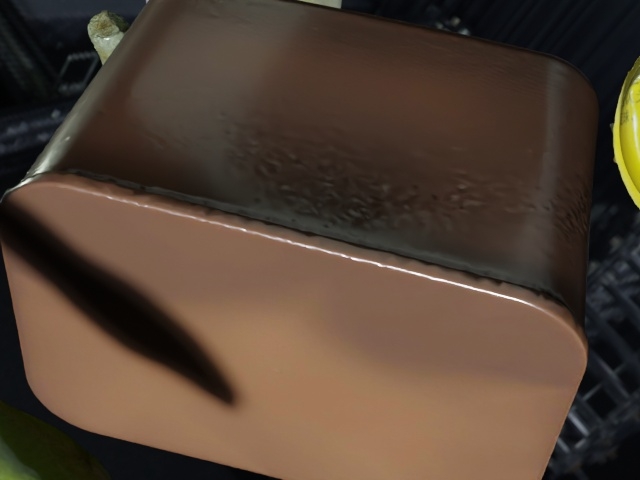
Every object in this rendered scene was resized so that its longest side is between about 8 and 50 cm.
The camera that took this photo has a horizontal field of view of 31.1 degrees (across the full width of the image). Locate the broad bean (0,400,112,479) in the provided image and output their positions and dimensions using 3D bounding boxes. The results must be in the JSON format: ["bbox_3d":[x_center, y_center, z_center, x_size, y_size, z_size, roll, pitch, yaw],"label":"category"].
[{"bbox_3d":[-0.183,0.090,0.553,0.325,0.075,0.067,44,-113,-27],"label":"broad bean"}]

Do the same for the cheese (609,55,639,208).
[{"bbox_3d":[0.290,-0.046,0.854,0.069,0.177,0.270,-3,-91,-37],"label":"cheese"}]

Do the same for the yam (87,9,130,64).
[{"bbox_3d":[-0.205,-0.192,1.164,0.043,0.094,0.043,-1,-116,3],"label":"yam"}]

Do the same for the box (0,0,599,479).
[{"bbox_3d":[0.000,0.000,0.757,0.339,0.239,0.229,13,-131,7],"label":"box"}]

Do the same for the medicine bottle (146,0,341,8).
[{"bbox_3d":[-0.088,-0.323,1.381,0.236,0.236,0.406,14,-110,-29],"label":"medicine bottle"}]
